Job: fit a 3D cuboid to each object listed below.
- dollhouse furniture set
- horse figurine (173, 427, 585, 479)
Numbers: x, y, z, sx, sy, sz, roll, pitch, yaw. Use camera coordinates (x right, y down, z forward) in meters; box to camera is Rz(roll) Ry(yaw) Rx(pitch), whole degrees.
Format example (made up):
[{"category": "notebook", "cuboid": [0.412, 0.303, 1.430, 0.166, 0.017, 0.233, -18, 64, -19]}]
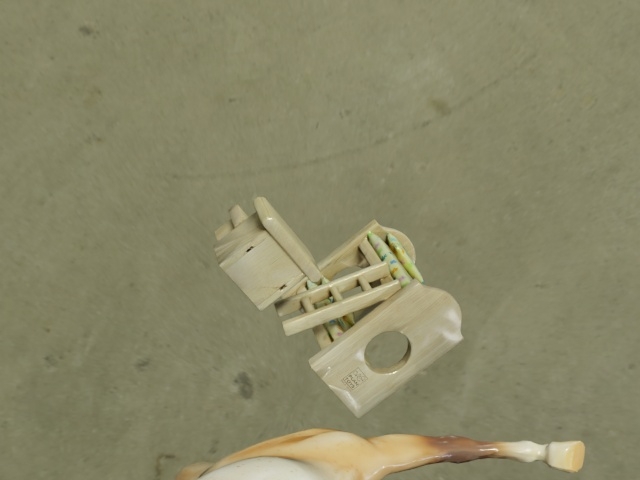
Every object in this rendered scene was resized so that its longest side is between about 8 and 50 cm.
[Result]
[{"category": "dollhouse furniture set", "cuboid": [0.000, 0.000, 0.726, 0.101, 0.182, 0.161, -38, 117, 4]}, {"category": "horse figurine", "cuboid": [0.000, 0.107, 0.328, 0.174, 0.263, 0.066, 1, 97, 12]}]
